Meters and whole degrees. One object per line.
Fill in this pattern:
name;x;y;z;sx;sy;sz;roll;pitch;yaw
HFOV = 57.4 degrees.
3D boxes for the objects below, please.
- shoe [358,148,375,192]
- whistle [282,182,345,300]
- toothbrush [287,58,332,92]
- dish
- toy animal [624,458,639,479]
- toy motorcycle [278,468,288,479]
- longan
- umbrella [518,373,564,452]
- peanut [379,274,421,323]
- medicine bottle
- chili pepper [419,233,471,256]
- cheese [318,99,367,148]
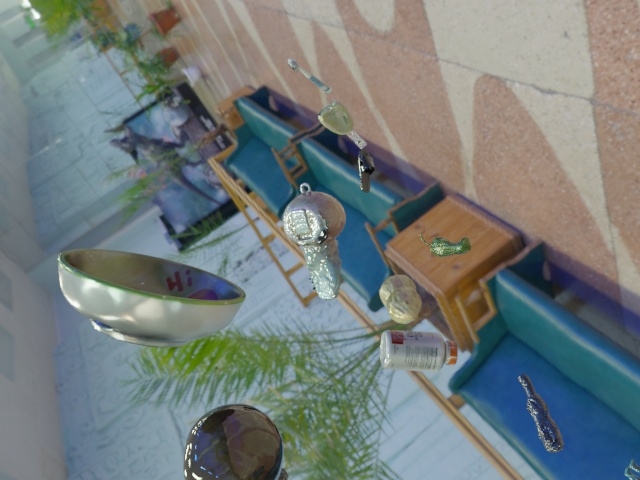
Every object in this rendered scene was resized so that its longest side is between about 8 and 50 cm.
shoe;0.173;-0.251;2.101;0.053;0.062;0.159;-1;89;49
whistle;0.000;0.000;1.698;0.189;0.189;0.347;-159;55;-75
toothbrush;-0.022;-0.450;1.625;0.025;0.019;0.276;65;-160;13
dish;-0.304;0.116;1.035;0.325;0.124;0.324;15;-176;-1
toy animal;0.885;0.633;1.482;0.209;0.100;0.103;23;148;12
toy motorcycle;-0.288;0.903;1.953;0.168;0.410;0.237;57;173;9
longan;-0.139;0.344;0.922;0.167;0.167;0.187;54;-166;6
umbrella;0.664;0.513;1.762;0.070;0.071;0.248;63;-166;-46
peanut;0.243;0.179;1.801;0.123;0.124;0.256;56;-170;-10
medicine bottle;0.391;0.439;2.319;0.157;0.289;0.156;-176;90;-86
chili pepper;0.423;0.022;1.976;0.072;0.073;0.204;19;171;-32
cheese;0.083;-0.369;1.909;0.192;0.097;0.037;40;-147;-28
